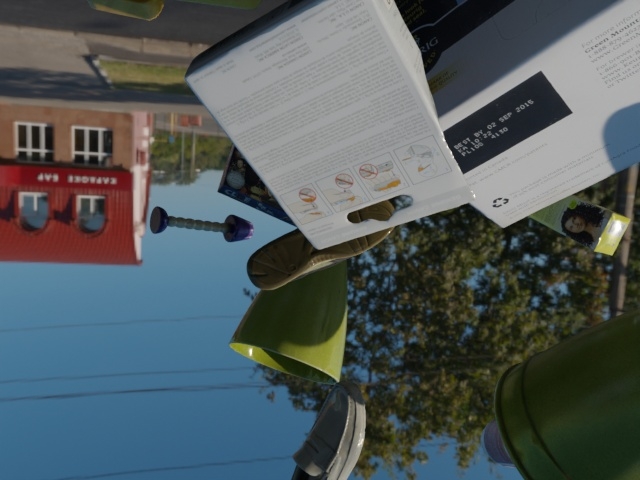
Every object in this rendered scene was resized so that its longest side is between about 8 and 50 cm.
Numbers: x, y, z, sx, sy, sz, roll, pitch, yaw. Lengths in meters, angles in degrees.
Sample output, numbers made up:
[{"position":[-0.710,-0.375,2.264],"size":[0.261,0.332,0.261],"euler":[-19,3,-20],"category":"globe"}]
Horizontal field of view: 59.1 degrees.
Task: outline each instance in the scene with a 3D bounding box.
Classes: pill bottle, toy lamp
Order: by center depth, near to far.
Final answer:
[{"position":[0.468,0.487,1.371],"size":[0.121,0.121,0.216],"euler":[3,160,-3],"category":"pill bottle"},{"position":[-0.304,-0.040,1.490],"size":[0.274,0.080,0.080],"euler":[5,-174,-39],"category":"toy lamp"}]

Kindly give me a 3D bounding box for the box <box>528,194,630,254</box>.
[{"position":[0.533,-0.054,1.202],"size":[0.058,0.087,0.232],"euler":[12,-164,-24],"category":"box"}]

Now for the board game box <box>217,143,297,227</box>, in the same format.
[{"position":[-0.113,-0.142,1.364],"size":[0.243,0.165,0.042],"euler":[24,148,-23],"category":"board game box"}]

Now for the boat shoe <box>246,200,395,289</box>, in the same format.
[{"position":[0.000,0.001,0.808],"size":[0.223,0.080,0.073],"euler":[-27,-179,-1],"category":"boat shoe"}]

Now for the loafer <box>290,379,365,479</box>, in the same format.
[{"position":[0.003,0.433,1.119],"size":[0.111,0.320,0.112],"euler":[15,-179,-33],"category":"loafer"}]

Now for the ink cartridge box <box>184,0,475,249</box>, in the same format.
[{"position":[0.014,-0.084,0.409],"size":[0.145,0.179,0.045],"euler":[-18,-142,28],"category":"ink cartridge box"}]

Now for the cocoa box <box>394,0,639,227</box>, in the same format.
[{"position":[0.248,-0.214,0.551],"size":[0.347,0.228,0.231],"euler":[-30,142,31],"category":"cocoa box"}]

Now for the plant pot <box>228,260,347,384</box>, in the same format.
[{"position":[-0.041,0.163,1.377],"size":[0.274,0.294,0.275],"euler":[17,159,7],"category":"plant pot"}]

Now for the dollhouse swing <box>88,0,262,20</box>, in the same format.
[{"position":[-0.208,-0.517,0.745],"size":[0.304,0.315,0.347],"euler":[-1,145,4],"category":"dollhouse swing"}]

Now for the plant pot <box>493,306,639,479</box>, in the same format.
[{"position":[0.577,0.291,1.031],"size":[0.366,0.353,0.366],"euler":[19,-140,-16],"category":"plant pot"}]
